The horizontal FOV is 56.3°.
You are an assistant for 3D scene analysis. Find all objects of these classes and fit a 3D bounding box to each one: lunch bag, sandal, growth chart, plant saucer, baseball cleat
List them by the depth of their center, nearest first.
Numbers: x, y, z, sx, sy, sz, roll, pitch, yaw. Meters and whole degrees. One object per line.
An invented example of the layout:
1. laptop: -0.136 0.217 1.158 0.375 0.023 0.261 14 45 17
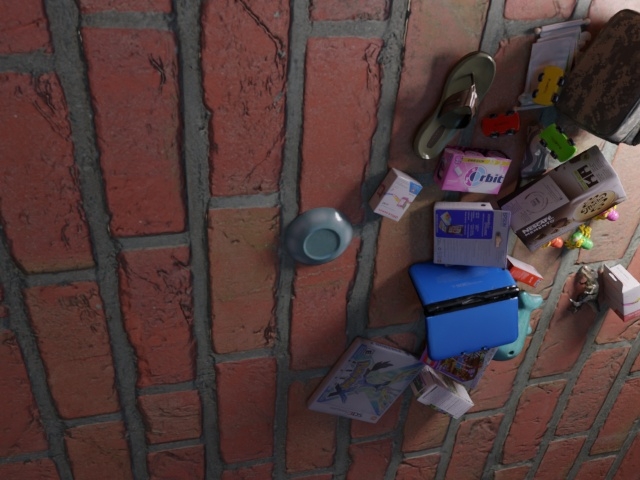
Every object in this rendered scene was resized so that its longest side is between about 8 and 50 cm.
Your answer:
1. sandal: 0.343 -0.321 1.487 0.120 0.086 0.302 15 119 -26
2. lunch bag: 0.790 -0.395 1.503 0.256 0.212 0.305 4 124 -43
3. growth chart: 0.591 -0.441 1.519 0.172 0.021 0.237 -6 126 -13
4. baseball cleat: 0.587 -0.246 1.626 0.072 0.109 0.206 -1 157 4
5. plant saucer: 0.000 0.000 1.644 0.195 0.037 0.194 -8 126 -11

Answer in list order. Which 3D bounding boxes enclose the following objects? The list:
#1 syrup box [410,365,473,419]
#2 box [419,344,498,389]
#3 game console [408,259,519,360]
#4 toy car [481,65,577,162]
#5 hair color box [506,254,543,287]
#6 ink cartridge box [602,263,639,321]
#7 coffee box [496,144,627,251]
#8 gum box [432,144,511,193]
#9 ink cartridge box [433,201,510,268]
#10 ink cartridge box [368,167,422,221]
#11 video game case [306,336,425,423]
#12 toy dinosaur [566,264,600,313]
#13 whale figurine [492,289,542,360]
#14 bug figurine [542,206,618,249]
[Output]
1. syrup box: 0.428 0.542 2.124 0.237 0.093 0.096 32 111 -33
2. box: 0.467 0.320 1.933 0.201 0.057 0.293 26 121 12
3. game console: 0.428 0.189 1.798 0.293 0.250 0.173 -11 141 -10
4. toy car: 0.556 -0.285 1.497 0.239 0.225 0.053 -41 157 23
5. hair color box: 0.627 0.095 1.880 0.141 0.072 0.043 21 115 -28
6. ink cartridge box: 1.019 0.166 2.022 0.067 0.115 0.198 -24 128 2
7. coffee box: 0.669 -0.111 1.663 0.297 0.118 0.168 -32 145 20
8. gum box: 0.403 -0.191 1.613 0.189 0.062 0.107 2 123 -19
9. ink cartridge box: 0.428 -0.015 1.704 0.208 0.045 0.206 4 128 16
10. ink cartridge box: 0.200 -0.122 1.608 0.089 0.052 0.122 20 118 -28
11. video game case: 0.158 0.486 2.039 0.300 0.036 0.329 21 116 -29
12. toy dinosaur: 0.910 0.201 2.052 0.118 0.064 0.268 -32 131 -2
13. whale figurine: 0.628 0.288 1.971 0.216 0.141 0.272 20 120 -28
14. bug figurine: 0.796 -0.062 1.820 0.216 0.072 0.279 19 117 -28
